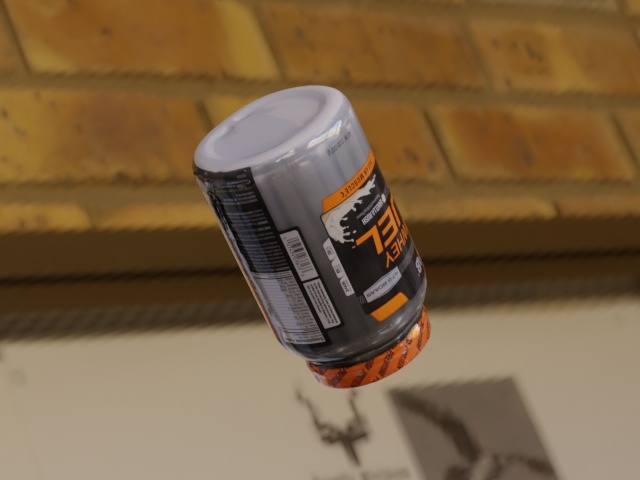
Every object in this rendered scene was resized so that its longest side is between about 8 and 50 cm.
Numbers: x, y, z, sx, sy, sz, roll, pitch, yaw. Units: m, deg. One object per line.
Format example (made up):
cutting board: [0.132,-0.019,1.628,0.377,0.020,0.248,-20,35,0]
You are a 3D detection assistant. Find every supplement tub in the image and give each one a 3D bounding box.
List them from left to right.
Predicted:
supplement tub: [0.000,0.000,1.323,0.117,0.117,0.190,-24,-64,3]
